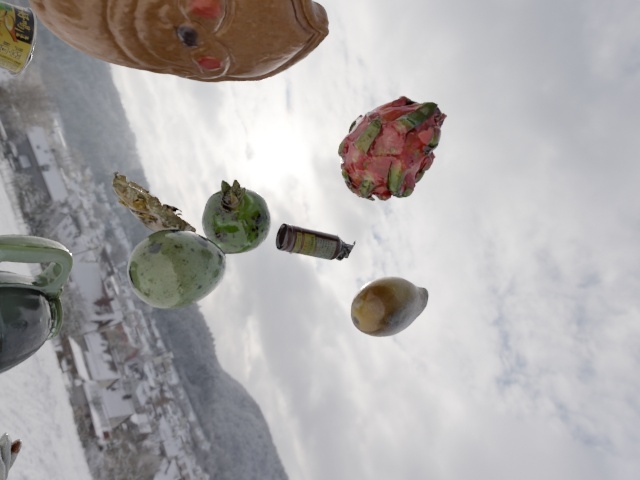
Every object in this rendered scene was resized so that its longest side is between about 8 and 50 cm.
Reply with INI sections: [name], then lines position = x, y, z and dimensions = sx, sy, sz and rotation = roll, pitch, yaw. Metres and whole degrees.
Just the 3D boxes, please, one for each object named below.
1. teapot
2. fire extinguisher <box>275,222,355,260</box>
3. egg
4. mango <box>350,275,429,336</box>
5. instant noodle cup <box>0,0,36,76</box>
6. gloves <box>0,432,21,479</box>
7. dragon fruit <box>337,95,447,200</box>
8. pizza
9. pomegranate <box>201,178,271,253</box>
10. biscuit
[teapot]
position = -0.697, 0.131, 1.035
dimensions = 0.239, 0.239, 0.322
rotation = 9, -83, 22
[fire extinguisher]
position = 0.004, -0.002, 1.299
dimensions = 0.075, 0.252, 0.106
rotation = -44, -137, 47
[egg]
position = -0.311, 0.062, 1.058
dimensions = 0.177, 0.228, 0.177
rotation = 8, -79, 48
[mango]
position = 0.216, 0.194, 1.422
dimensions = 0.146, 0.316, 0.193
rotation = 41, -62, 35
[instant noodle cup]
position = -0.683, -0.437, 0.988
dimensions = 0.151, 0.122, 0.152
rotation = -5, -98, 34
[gloves]
position = -0.745, 0.533, 1.027
dimensions = 0.140, 0.218, 0.131
rotation = -29, -85, 41
[dragon fruit]
position = 0.184, -0.235, 1.219
dimensions = 0.237, 0.302, 0.231
rotation = 44, 6, -21
[pizza]
position = -0.392, -0.068, 1.113
dimensions = 0.189, 0.071, 0.297
rotation = 34, -14, 8
[pomegranate]
position = -0.249, -0.074, 1.380
dimensions = 0.211, 0.211, 0.263
rotation = 58, -14, 27
[biscuit]
position = -0.210, -0.358, 0.764
dimensions = 0.350, 0.455, 0.078
rotation = 152, -64, -74
